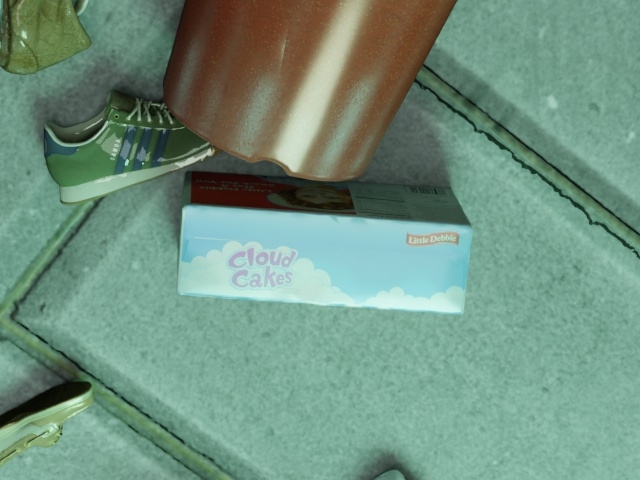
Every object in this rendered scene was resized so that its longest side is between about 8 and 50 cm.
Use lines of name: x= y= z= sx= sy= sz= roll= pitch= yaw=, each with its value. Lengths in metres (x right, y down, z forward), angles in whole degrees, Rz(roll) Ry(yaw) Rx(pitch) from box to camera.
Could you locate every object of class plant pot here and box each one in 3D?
plant pot: x=-0.004 y=-0.212 z=1.687 sx=0.272 sy=0.272 sz=0.265 roll=20 pitch=112 yaw=-8

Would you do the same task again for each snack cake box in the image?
snack cake box: x=0.000 y=0.000 z=1.786 sx=0.264 sy=0.152 sz=0.089 roll=4 pitch=105 yaw=-4

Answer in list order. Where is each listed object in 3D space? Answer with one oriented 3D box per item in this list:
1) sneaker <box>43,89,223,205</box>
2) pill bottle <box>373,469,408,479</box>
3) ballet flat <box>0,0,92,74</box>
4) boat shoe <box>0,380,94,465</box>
sneaker: x=-0.170 y=-0.103 z=1.793 sx=0.192 sy=0.064 sz=0.086 roll=-20 pitch=110 yaw=6
pill bottle: x=0.092 y=0.290 z=1.916 sx=0.065 sy=0.065 sz=0.116 roll=-42 pitch=103 yaw=8
ballet flat: x=-0.246 y=-0.319 z=1.717 sx=0.124 sy=0.116 sz=0.342 roll=-6 pitch=107 yaw=-22
boat shoe: x=-0.275 y=0.181 z=1.877 sx=0.135 sy=0.050 sz=0.045 roll=-25 pitch=109 yaw=14
